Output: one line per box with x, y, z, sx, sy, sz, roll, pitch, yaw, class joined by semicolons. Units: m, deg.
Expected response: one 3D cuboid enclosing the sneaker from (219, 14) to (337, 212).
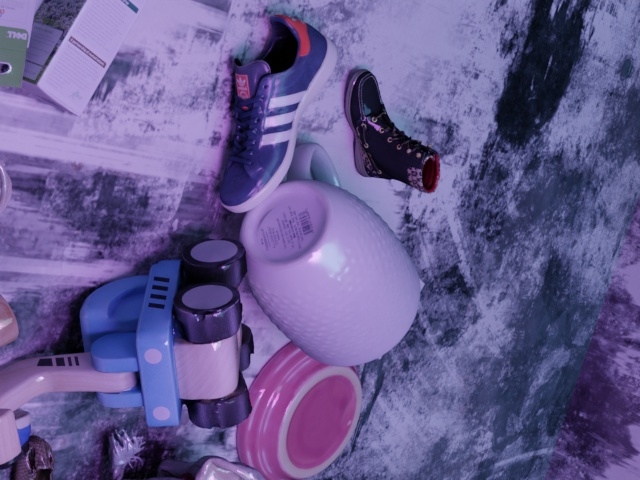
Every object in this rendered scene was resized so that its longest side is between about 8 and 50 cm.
-0.108;-0.223;1.891;0.148;0.131;0.350;33;76;-44;sneaker

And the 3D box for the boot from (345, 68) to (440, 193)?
0.143;-0.206;2.132;0.085;0.179;0.236;-36;133;-33;boot

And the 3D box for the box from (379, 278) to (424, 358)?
0.074;0.108;2.205;0.182;0.181;0.119;-59;141;-10;box

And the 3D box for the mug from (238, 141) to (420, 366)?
0.000;0.000;2.011;0.328;0.276;0.374;49;33;-55;mug

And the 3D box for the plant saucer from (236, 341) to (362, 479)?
-0.026;0.359;2.291;0.332;0.084;0.332;-24;124;-41;plant saucer

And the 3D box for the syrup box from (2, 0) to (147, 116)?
-0.340;-0.308;1.591;0.096;0.093;0.236;39;77;-50;syrup box

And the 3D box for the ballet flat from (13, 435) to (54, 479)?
-0.471;0.441;1.832;0.084;0.058;0.249;-9;114;-46;ballet flat

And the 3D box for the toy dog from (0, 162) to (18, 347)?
-0.545;0.041;1.516;0.220;0.161;0.333;-8;99;-44;toy dog

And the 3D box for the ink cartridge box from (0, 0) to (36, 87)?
-0.444;-0.317;1.491;0.109;0.062;0.209;-1;109;-49;ink cartridge box

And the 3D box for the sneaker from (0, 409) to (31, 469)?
-0.514;0.323;1.724;0.152;0.058;0.084;-15;110;-52;sneaker

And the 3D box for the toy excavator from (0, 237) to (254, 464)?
-0.337;0.193;1.756;0.433;0.445;0.222;-91;178;-62;toy excavator

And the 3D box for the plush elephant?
-0.236;0.483;1.960;0.255;0.272;0.329;-3;86;-22;plush elephant
